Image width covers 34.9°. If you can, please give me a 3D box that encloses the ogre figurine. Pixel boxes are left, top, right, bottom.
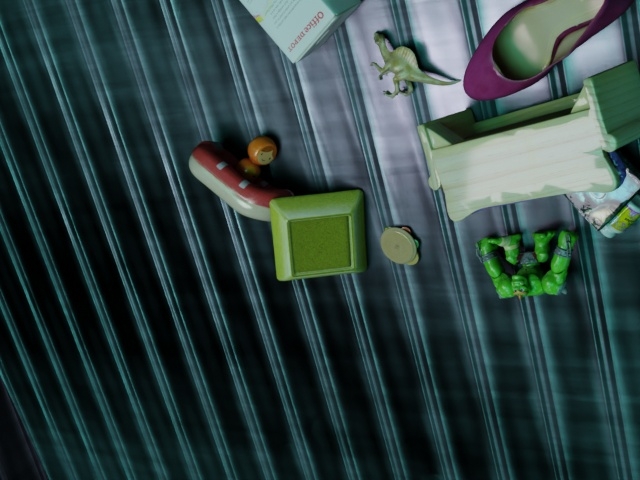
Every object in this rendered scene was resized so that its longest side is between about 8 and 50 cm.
[{"bbox_3d":[0.377,0.044,1.838,0.197,0.097,0.118,-9,93,22],"label":"ogre figurine"}]

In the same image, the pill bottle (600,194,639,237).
[{"bbox_3d":[0.510,-0.041,1.722,0.043,0.043,0.083,42,132,8],"label":"pill bottle"}]

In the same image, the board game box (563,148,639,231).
[{"bbox_3d":[0.443,-0.123,1.705,0.186,0.026,0.126,51,134,18],"label":"board game box"}]

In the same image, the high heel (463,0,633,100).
[{"bbox_3d":[0.333,-0.318,1.591,0.127,0.181,0.377,49,132,1],"label":"high heel"}]

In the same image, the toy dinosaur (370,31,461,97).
[{"bbox_3d":[0.151,-0.299,1.818,0.183,0.053,0.092,36,129,13],"label":"toy dinosaur"}]

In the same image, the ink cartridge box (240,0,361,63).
[{"bbox_3d":[-0.054,-0.453,1.841,0.212,0.093,0.154,51,138,1],"label":"ink cartridge box"}]

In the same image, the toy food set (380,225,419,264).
[{"bbox_3d":[0.157,0.009,2.015,0.083,0.020,0.082,13,122,29],"label":"toy food set"}]

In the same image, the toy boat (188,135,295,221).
[{"bbox_3d":[-0.143,-0.146,2.078,0.231,0.151,0.151,39,102,10],"label":"toy boat"}]

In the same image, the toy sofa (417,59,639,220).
[{"bbox_3d":[0.351,-0.155,1.655,0.363,0.150,0.177,-12,99,46],"label":"toy sofa"}]

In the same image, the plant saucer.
[{"bbox_3d":[0.000,0.000,2.033,0.188,0.045,0.188,-6,118,-4],"label":"plant saucer"}]
